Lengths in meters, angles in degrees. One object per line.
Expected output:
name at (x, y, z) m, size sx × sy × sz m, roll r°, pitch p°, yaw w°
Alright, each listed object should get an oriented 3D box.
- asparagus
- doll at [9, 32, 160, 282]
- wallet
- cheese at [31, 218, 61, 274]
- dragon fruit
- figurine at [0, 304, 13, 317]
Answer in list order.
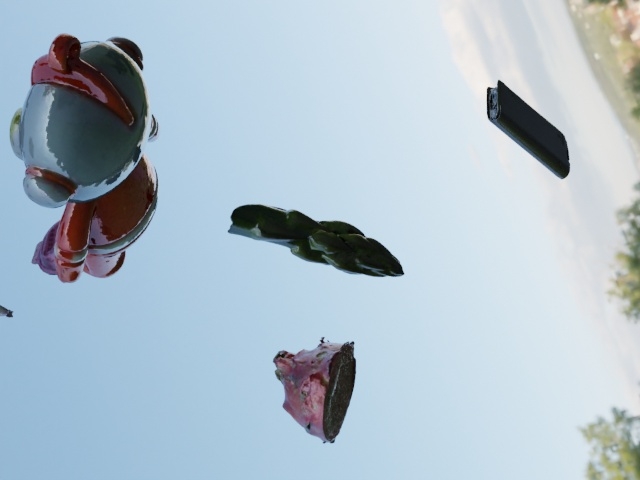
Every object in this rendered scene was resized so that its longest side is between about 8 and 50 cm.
asparagus at (0.000, 0.000, 1.199) m, size 0.287 × 0.080 × 0.080 m, roll 20°, pitch -140°, yaw -13°
doll at (-0.210, -0.076, 0.738) m, size 0.336 × 0.106 × 0.199 m, roll 106°, pitch -173°, yaw -66°
wallet at (0.375, -0.199, 1.440) m, size 0.198 × 0.031 × 0.110 m, roll 32°, pitch -135°, yaw -26°
cheese at (-0.272, -0.003, 0.927) m, size 0.038 × 0.145 × 0.095 m, roll 58°, pitch -157°, yaw -45°
dragon fruit at (-0.019, 0.211, 1.151) m, size 0.153 × 0.111 × 0.152 m, roll 10°, pitch -90°, yaw -68°
figurine at (-0.685, 0.059, 1.468) m, size 0.207 × 0.284 × 0.315 m, roll -12°, pitch -63°, yaw -43°
